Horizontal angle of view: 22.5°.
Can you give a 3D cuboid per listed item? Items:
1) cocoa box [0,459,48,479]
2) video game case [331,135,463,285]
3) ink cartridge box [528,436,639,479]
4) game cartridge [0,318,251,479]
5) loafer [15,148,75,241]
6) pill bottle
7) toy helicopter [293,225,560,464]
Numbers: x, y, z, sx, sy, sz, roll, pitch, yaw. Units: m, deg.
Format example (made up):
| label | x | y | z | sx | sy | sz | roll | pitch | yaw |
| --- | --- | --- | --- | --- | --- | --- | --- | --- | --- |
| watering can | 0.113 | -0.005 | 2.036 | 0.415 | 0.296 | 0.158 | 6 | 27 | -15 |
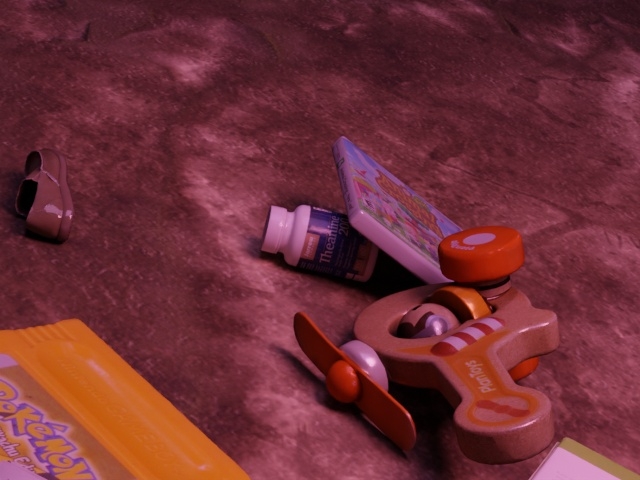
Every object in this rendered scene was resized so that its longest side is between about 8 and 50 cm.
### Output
| label | x | y | z | sx | sy | sz | roll | pitch | yaw |
| --- | --- | --- | --- | --- | --- | --- | --- | --- | --- |
| cocoa box | -0.104 | 0.317 | 0.813 | 0.347 | 0.228 | 0.231 | 24 | 26 | 15 |
| video game case | 0.104 | -0.008 | 1.732 | 0.212 | 0.023 | 0.193 | 37 | 18 | -21 |
| ink cartridge box | 0.199 | 0.292 | 1.209 | 0.188 | 0.097 | 0.255 | 27 | 44 | 21 |
| game cartridge | -0.245 | 0.167 | 1.244 | 0.323 | 0.053 | 0.285 | -11 | 37 | -43 |
| loafer | -0.288 | -0.053 | 1.657 | 0.050 | 0.056 | 0.148 | 11 | 25 | -26 |
| pill bottle | 0.000 | 0.000 | 1.707 | 0.120 | 0.067 | 0.067 | 13 | 25 | -6 |
| toy helicopter | 0.111 | 0.113 | 1.452 | 0.234 | 0.140 | 0.355 | -12 | 19 | -6 |
